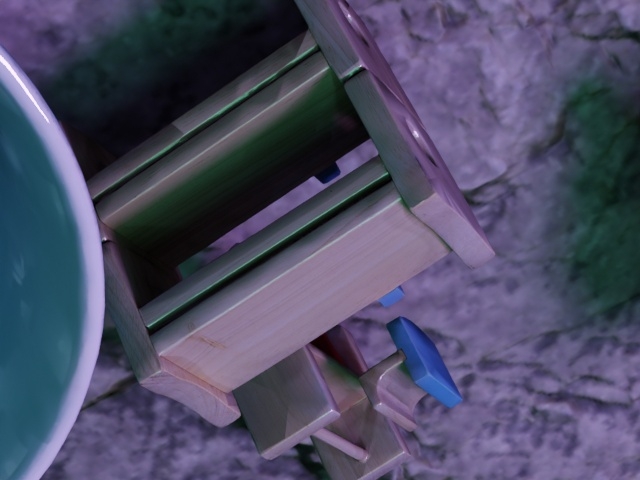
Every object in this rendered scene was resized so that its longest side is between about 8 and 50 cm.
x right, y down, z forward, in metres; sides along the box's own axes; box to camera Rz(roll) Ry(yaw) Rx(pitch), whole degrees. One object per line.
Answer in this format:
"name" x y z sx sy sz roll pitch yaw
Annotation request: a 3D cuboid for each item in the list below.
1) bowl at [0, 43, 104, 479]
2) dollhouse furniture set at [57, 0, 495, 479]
"bowl" -0.236 -0.019 0.629 0.312 0.163 0.311 -5 126 -7
"dollhouse furniture set" 0.000 0.000 0.737 0.129 0.129 0.184 -33 149 11
